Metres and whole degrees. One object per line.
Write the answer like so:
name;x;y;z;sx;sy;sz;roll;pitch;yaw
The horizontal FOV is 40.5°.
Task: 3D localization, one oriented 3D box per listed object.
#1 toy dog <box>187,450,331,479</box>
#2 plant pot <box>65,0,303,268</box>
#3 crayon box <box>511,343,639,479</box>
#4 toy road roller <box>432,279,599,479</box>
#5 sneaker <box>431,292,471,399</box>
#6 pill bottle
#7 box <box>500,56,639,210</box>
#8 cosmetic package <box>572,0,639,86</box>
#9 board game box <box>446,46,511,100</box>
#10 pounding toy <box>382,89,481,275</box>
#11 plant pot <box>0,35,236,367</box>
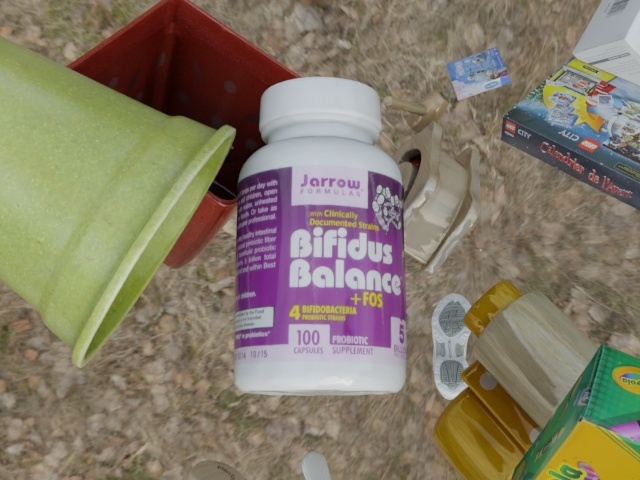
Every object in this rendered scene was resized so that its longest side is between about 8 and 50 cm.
toy dog;-0.077;0.417;1.342;0.333;0.161;0.220;34;107;-24
plant pot;-0.191;-0.122;1.179;0.267;0.267;0.236;35;138;4
crayon box;0.281;0.222;0.795;0.165;0.278;0.081;22;55;11
toy road roller;0.259;0.223;1.130;0.240;0.329;0.202;-43;60;2
sneaker;0.270;0.228;1.840;0.090;0.115;0.232;9;65;3
pill bottle;0.000;0.000;0.865;0.169;0.169;0.302;-3;78;10
box;0.372;-0.136;1.104;0.233;0.044;0.159;34;61;31
cosmetic package;0.644;-0.379;1.668;0.224;0.138;0.224;39;71;-23
board game box;0.260;-0.277;1.437;0.090;0.020;0.090;-19;41;10
pounding toy;0.101;-0.083;1.117;0.155;0.269;0.154;32;124;-14
plant pot;-0.261;-0.061;0.843;0.254;0.276;0.276;33;95;-4
